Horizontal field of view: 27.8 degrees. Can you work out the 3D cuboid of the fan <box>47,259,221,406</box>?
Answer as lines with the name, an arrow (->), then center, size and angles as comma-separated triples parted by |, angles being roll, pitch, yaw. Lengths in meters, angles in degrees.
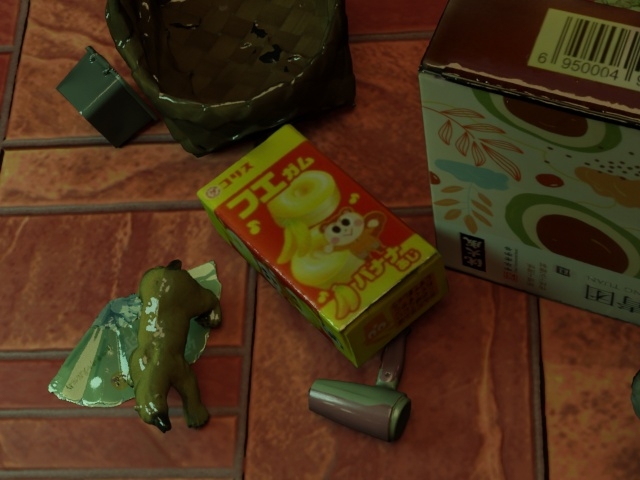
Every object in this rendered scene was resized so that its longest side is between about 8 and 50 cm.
fan -> -0.202, 0.110, 1.476 | 0.240, 0.009, 0.131 | -39, 65, -13

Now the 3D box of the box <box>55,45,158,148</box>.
box -> -0.263, -0.172, 1.578 | 0.069, 0.122, 0.084 | -44, 62, -2

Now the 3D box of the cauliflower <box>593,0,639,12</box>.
cauliflower -> 0.397, -0.226, 1.426 | 0.327, 0.260, 0.281 | -11, 63, -22

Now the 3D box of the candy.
candy -> 0.000, 0.000, 1.439 | 0.146, 0.088, 0.276 | -40, 56, -13

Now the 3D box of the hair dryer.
hair dryer -> 0.065, 0.139, 1.405 | 0.106, 0.054, 0.154 | 18, 56, 23

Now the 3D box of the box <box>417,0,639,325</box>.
box -> 0.288, -0.064, 1.279 | 0.344, 0.385, 0.122 | 16, 65, 17

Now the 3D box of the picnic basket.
picnic basket -> -0.116, -0.305, 1.511 | 0.293, 0.337, 0.337 | -19, 61, -1

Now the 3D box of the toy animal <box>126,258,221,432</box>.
toy animal -> -0.170, 0.115, 1.407 | 0.103, 0.101, 0.219 | 3, 64, 6

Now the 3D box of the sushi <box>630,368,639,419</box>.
sushi -> 0.445, 0.215, 1.200 | 0.207, 0.234, 0.349 | -35, 85, -15
